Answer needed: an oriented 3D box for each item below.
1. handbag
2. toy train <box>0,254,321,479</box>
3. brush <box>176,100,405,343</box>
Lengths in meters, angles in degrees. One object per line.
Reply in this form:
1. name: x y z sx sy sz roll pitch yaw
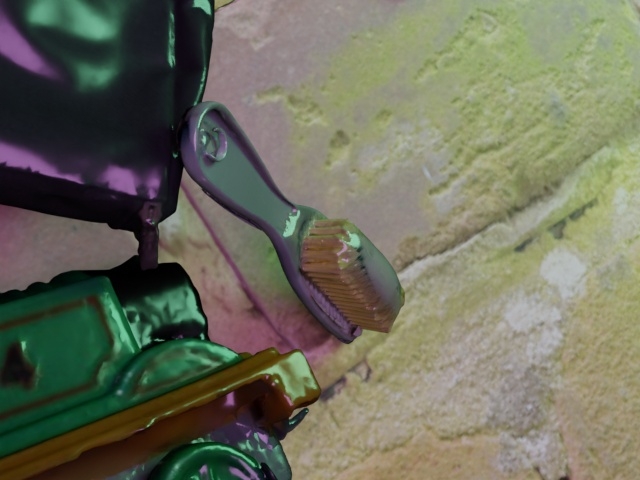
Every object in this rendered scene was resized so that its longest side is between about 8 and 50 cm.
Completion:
1. handbag: -0.227 -0.118 0.611 0.302 0.178 0.275 10 68 -23
2. toy train: -0.190 0.125 0.577 0.429 0.178 0.249 -18 78 -37
3. brush: 0.000 0.000 0.658 0.297 0.060 0.068 48 50 -55
